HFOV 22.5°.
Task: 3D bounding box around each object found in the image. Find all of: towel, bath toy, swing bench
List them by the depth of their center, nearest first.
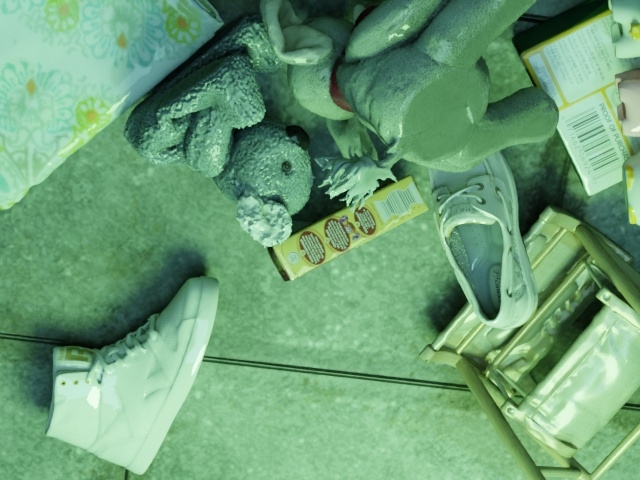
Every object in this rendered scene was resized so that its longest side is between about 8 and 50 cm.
[{"bbox_3d":[0.396,-0.172,1.805,0.129,0.151,0.348,-6,115,6],"label":"bath toy"},{"bbox_3d":[-0.346,-0.255,1.865,0.374,0.090,0.320,-38,108,13],"label":"towel"},{"bbox_3d":[0.306,0.137,1.990,0.253,0.254,0.165,-50,148,17],"label":"swing bench"}]

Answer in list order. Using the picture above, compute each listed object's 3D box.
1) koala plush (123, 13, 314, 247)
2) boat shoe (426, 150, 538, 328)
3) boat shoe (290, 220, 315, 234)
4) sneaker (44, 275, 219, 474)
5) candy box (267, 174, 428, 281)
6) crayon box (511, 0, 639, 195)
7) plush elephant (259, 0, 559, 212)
[{"bbox_3d":[-0.093,-0.110,1.891,0.203,0.196,0.221,-33,111,23],"label":"koala plush"},{"bbox_3d":[0.183,-0.029,1.918,0.098,0.096,0.277,-24,80,24],"label":"boat shoe"},{"bbox_3d":[0.000,0.000,2.015,0.100,0.035,0.035,5,139,-9],"label":"boat shoe"},{"bbox_3d":[-0.248,0.152,2.024,0.169,0.108,0.292,22,111,-14],"label":"sneaker"},{"bbox_3d":[0.030,-0.014,1.940,0.187,0.109,0.053,-29,91,-7],"label":"candy box"},{"bbox_3d":[0.417,-0.217,1.912,0.323,0.083,0.203,-26,111,9],"label":"crayon box"},{"bbox_3d":[0.076,-0.195,1.828,0.330,0.255,0.272,-36,137,-12],"label":"plush elephant"}]
